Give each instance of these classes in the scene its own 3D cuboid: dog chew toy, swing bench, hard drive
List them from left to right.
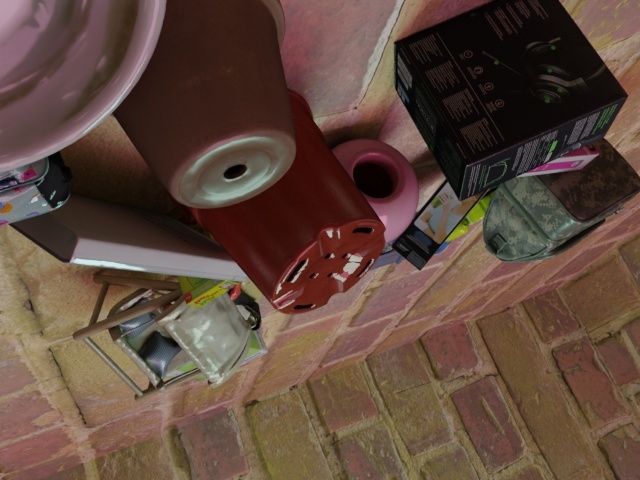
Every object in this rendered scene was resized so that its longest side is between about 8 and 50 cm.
[{"bbox_3d":[-0.297,-0.010,1.000,0.353,0.233,0.047,14,100,-59],"label":"hard drive"},{"bbox_3d":[-0.300,0.180,1.320,0.255,0.165,0.253,-11,136,14],"label":"swing bench"},{"bbox_3d":[0.063,-0.062,1.303,0.207,0.206,0.332,-17,166,-18],"label":"dog chew toy"}]

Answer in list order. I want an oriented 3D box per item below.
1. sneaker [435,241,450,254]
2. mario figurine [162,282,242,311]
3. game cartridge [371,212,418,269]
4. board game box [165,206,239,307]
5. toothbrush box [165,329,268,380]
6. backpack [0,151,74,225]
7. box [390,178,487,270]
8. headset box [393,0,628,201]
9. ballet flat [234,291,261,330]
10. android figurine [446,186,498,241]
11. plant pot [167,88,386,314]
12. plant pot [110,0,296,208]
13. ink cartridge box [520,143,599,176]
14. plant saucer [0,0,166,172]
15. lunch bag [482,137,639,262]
[{"bbox_3d":[0.356,-0.011,1.921,0.152,0.058,0.085,-43,158,32],"label":"sneaker"},{"bbox_3d":[-0.273,0.103,1.485,0.198,0.170,0.320,15,141,-1],"label":"mario figurine"},{"bbox_3d":[0.134,0.030,1.785,0.355,0.068,0.230,-17,162,-19],"label":"game cartridge"},{"bbox_3d":[-0.221,0.018,1.185,0.092,0.181,0.043,-32,156,18],"label":"board game box"},{"bbox_3d":[-0.306,0.296,1.853,0.206,0.122,0.283,-29,158,10],"label":"toothbrush box"},{"bbox_3d":[-0.403,-0.092,0.740,0.189,0.165,0.144,-24,162,-4],"label":"backpack"},{"bbox_3d":[0.284,-0.072,1.461,0.290,0.087,0.169,-51,172,8],"label":"box"},{"bbox_3d":[0.295,-0.240,1.041,0.283,0.246,0.131,-25,159,-3],"label":"headset box"},{"bbox_3d":[-0.217,0.186,1.719,0.095,0.096,0.280,-28,159,11],"label":"ballet flat"},{"bbox_3d":[0.420,-0.084,1.716,0.248,0.056,0.273,-33,179,-27],"label":"android figurine"},{"bbox_3d":[-0.054,-0.048,1.012,0.273,0.265,0.272,-29,150,-18],"label":"plant pot"},{"bbox_3d":[-0.134,-0.171,0.764,0.263,0.229,0.263,-22,159,-9],"label":"plant pot"},{"bbox_3d":[0.379,-0.211,1.297,0.371,0.175,0.069,-10,155,-32],"label":"ink cartridge box"},{"bbox_3d":[-0.332,-0.224,0.532,0.401,0.100,0.400,-19,145,-14],"label":"plant saucer"},{"bbox_3d":[0.533,-0.086,1.505,0.305,0.212,0.256,-25,162,-34],"label":"lunch bag"}]
